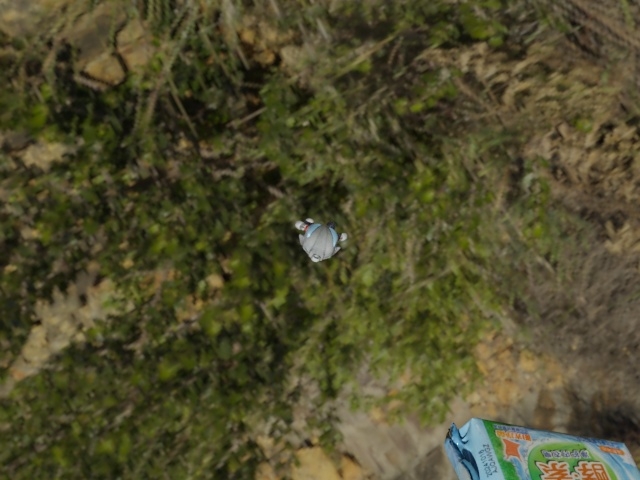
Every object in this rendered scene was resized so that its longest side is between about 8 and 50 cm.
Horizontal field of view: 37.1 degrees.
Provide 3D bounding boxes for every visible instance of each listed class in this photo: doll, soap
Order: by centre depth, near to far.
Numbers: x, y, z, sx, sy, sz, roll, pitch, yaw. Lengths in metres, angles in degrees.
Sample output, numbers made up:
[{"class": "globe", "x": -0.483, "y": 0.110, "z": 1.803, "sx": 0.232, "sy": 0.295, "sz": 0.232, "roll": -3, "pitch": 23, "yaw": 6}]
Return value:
[{"class": "doll", "x": 0.001, "y": -0.001, "z": 1.109, "sx": 0.057, "sy": 0.039, "sz": 0.114, "roll": 43, "pitch": -165, "yaw": -12}, {"class": "soap", "x": 0.296, "y": 0.311, "z": 1.204, "sx": 0.156, "sy": 0.293, "sz": 0.077, "roll": -105, "pitch": 31, "yaw": -55}]
